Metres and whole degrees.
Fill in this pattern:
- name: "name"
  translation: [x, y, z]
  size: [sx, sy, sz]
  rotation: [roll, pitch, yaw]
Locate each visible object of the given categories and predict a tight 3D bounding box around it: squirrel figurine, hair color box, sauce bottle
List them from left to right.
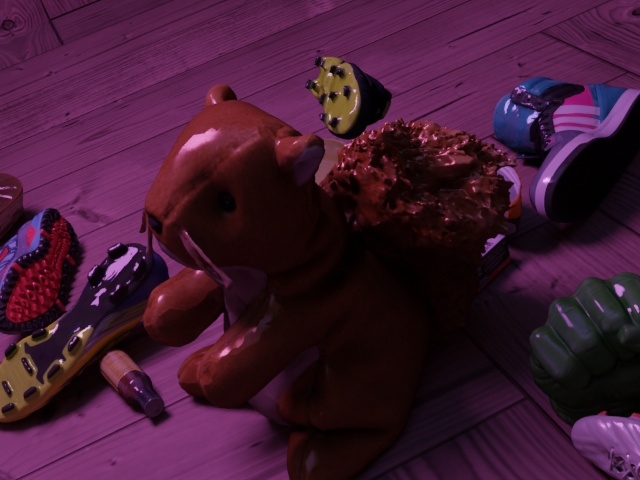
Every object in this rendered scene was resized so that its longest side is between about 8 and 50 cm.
- name: "sauce bottle"
  translation: [-0.228, 0.174, 1.159]
  size: [0.042, 0.042, 0.128]
  rotation: [-33, 37, -21]
- name: "squirrel figurine"
  translation: [0.000, 0.000, 0.995]
  size: [0.397, 0.370, 0.281]
  rotation: [-29, 34, -16]
- name: "hair color box"
  translation: [0.159, 0.013, 1.201]
  size: [0.072, 0.043, 0.141]
  rotation: [-39, 37, -28]

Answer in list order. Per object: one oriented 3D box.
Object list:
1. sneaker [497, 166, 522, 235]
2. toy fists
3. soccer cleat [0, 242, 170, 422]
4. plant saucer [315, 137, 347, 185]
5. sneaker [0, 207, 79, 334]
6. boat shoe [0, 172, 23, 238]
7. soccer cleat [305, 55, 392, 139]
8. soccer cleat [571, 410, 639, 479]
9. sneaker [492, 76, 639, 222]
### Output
- name: "sneaker"
  translation: [0.156, -0.064, 1.245]
  size: [0.121, 0.099, 0.262]
  rotation: [-7, 19, -24]
- name: "toy fists"
  translation: [0.337, 0.087, 0.910]
  size: [0.279, 0.142, 0.096]
  rotation: [-16, 33, 6]
- name: "soccer cleat"
  translation: [-0.301, 0.129, 1.224]
  size: [0.093, 0.121, 0.289]
  rotation: [38, 81, 31]
- name: "plant saucer"
  translation: [-0.049, -0.052, 1.353]
  size: [0.241, 0.037, 0.241]
  rotation: [-22, 36, 17]
- name: "sneaker"
  translation: [-0.439, 0.063, 1.404]
  size: [0.125, 0.104, 0.262]
  rotation: [-28, 25, 18]
- name: "boat shoe"
  translation: [-0.591, 0.007, 1.564]
  size: [0.105, 0.089, 0.285]
  rotation: [31, 56, 19]
- name: "soccer cleat"
  translation: [0.034, -0.128, 0.859]
  size: [0.072, 0.060, 0.179]
  rotation: [19, 18, -14]
- name: "soccer cleat"
  translation: [0.299, 0.207, 0.825]
  size: [0.196, 0.068, 0.076]
  rotation: [18, 50, 39]
- name: "sneaker"
  translation: [0.300, -0.131, 1.266]
  size: [0.178, 0.123, 0.295]
  rotation: [15, 37, 34]
